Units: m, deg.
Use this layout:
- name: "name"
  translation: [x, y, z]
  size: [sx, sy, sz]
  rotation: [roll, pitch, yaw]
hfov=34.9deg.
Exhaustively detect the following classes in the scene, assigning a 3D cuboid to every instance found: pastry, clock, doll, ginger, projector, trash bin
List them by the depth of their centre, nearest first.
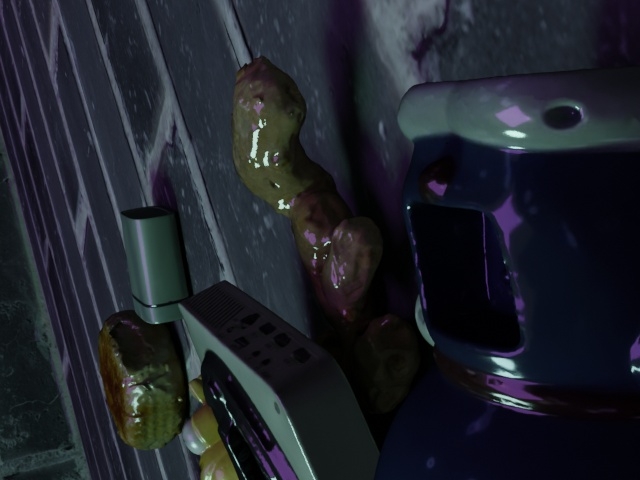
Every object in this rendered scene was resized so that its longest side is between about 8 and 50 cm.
- name: "clock"
  translation: [0.093, 0.056, 0.388]
  size: [0.199, 0.147, 0.243]
  rotation: [15, 109, 62]
- name: "ginger"
  translation: [0.008, 0.006, 0.669]
  size: [0.149, 0.065, 0.258]
  rotation: [30, 139, 57]
- name: "projector"
  translation: [-0.013, 0.173, 0.736]
  size: [0.257, 0.079, 0.259]
  rotation: [23, 137, 67]
- name: "doll"
  translation: [-0.064, 0.241, 0.975]
  size: [0.117, 0.086, 0.291]
  rotation: [52, -176, -46]
- name: "trash bin"
  translation: [-0.204, 0.028, 1.255]
  size: [0.116, 0.059, 0.130]
  rotation: [-165, 65, -66]
- name: "pastry"
  translation: [-0.249, 0.191, 1.416]
  size: [0.182, 0.093, 0.192]
  rotation: [52, 147, 43]
